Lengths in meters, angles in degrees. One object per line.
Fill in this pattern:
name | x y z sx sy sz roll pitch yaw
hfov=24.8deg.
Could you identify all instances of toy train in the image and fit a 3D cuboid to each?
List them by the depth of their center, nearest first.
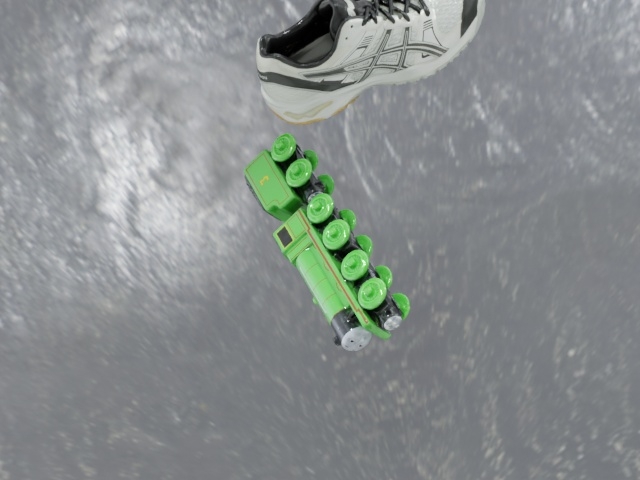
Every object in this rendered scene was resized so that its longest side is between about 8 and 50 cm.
toy train | 0.000 0.000 0.427 0.023 0.017 0.083 -42 48 13

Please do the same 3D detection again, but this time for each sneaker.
sneaker | 0.017 -0.070 0.487 0.083 0.037 0.032 -30 54 -3
